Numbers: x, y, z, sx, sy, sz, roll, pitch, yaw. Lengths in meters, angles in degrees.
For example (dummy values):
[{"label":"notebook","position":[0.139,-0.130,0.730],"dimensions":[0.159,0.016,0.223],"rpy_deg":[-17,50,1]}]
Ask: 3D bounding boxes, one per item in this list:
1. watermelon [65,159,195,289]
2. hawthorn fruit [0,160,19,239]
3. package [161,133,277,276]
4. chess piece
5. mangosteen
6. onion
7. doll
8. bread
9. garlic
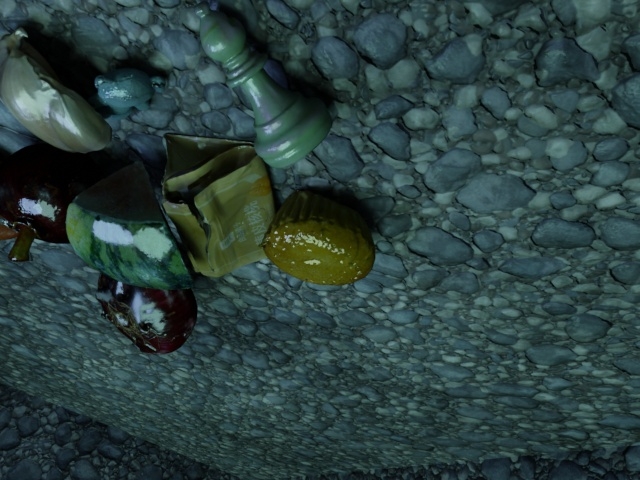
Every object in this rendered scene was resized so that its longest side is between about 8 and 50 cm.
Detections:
[{"label":"watermelon","position":[-0.361,-0.023,1.247],"dimensions":[0.262,0.201,0.212],"rpy_deg":[16,147,13]},{"label":"hawthorn fruit","position":[-0.737,-0.082,1.403],"dimensions":[0.200,0.199,0.251],"rpy_deg":[-15,151,37]},{"label":"package","position":[-0.214,-0.046,1.256],"dimensions":[0.222,0.164,0.311],"rpy_deg":[8,147,10]},{"label":"chess piece","position":[-0.104,-0.256,0.965],"dimensions":[0.139,0.139,0.271],"rpy_deg":[-15,125,37]},{"label":"mangosteen","position":[-0.573,-0.071,1.269],"dimensions":[0.236,0.261,0.235],"rpy_deg":[12,148,8]},{"label":"onion","position":[-0.437,0.144,1.575],"dimensions":[0.314,0.232,0.313],"rpy_deg":[22,128,30]},{"label":"doll","position":[-0.357,-0.266,1.091],"dimensions":[0.120,0.075,0.180],"rpy_deg":[-11,-176,-33]},{"label":"bread","position":[0.001,0.004,1.267],"dimensions":[0.240,0.139,0.239],"rpy_deg":[10,146,7]},{"label":"garlic","position":[-0.499,-0.247,1.080],"dimensions":[0.217,0.110,0.228],"rpy_deg":[16,145,48]}]
